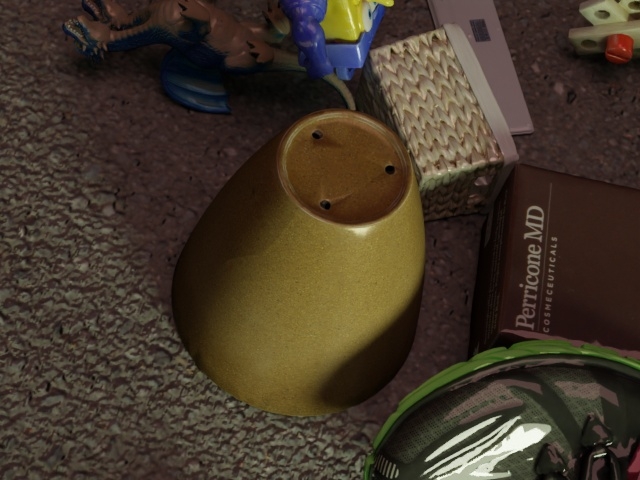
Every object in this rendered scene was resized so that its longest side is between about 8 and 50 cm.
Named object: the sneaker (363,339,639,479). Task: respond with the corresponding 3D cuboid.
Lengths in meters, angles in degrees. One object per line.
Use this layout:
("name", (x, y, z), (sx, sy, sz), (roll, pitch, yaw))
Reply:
("sneaker", (0.279, 0.219, 1.605), (0.483, 0.185, 0.202), (8, 32, -3))

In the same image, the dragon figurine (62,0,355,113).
("dragon figurine", (-0.105, -0.184, 1.836), (0.289, 0.144, 0.085), (25, 56, -20))

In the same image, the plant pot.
("plant pot", (0.000, 0.000, 1.660), (0.237, 0.254, 0.237), (5, 61, -10))

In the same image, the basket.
("basket", (0.110, -0.112, 1.827), (0.103, 0.113, 0.167), (-14, 66, -14))

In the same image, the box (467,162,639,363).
("box", (0.341, 0.071, 1.758), (0.381, 0.143, 0.191), (11, 60, -4))

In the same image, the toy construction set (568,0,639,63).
("toy construction set", (0.355, -0.345, 1.937), (0.215, 0.151, 0.328), (4, 75, 10))

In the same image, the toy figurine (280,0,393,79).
("toy figurine", (-0.013, -0.260, 1.789), (0.191, 0.217, 0.362), (-6, 34, 19))

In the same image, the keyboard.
("keyboard", (0.157, -0.218, 1.954), (0.072, 0.014, 0.256), (-4, 63, -19))
